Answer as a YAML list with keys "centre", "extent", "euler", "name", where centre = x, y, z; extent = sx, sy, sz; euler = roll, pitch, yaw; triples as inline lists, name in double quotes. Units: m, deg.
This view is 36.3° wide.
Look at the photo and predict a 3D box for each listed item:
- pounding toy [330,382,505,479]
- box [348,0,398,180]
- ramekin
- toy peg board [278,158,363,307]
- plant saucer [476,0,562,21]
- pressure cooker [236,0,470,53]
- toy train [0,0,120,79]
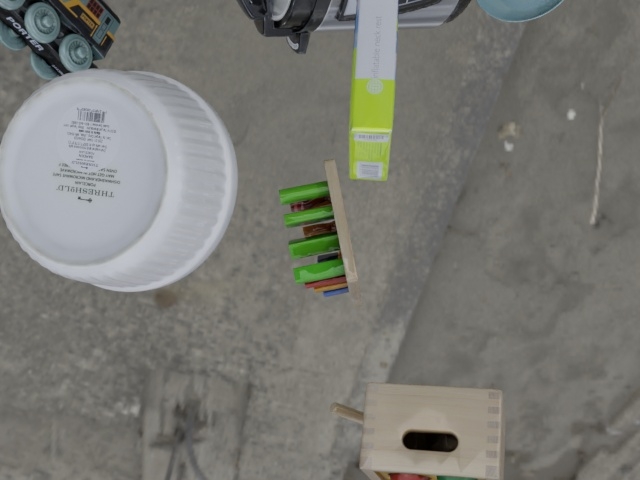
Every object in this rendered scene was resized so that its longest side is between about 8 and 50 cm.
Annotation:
- centre: [0.093, 0.213, 0.985]
  extent: [0.181, 0.094, 0.206]
  euler: [1, 158, 13]
  name: "pounding toy"
- centre: [0.050, -0.159, 0.925]
  extent: [0.042, 0.178, 0.109]
  euler: [3, 160, 3]
  name: "box"
- centre: [-0.188, -0.056, 0.873]
  extent: [0.207, 0.207, 0.109]
  euler: [-5, 177, 16]
  name: "ramekin"
- centre: [0.000, 0.000, 1.276]
  extent: [0.079, 0.161, 0.160]
  euler: [-11, 164, 1]
  name: "toy peg board"
- centre: [0.368, -0.470, 1.739]
  extent: [0.195, 0.195, 0.037]
  euler: [-13, 159, 24]
  name: "plant saucer"
- centre: [0.035, -0.536, 1.685]
  extent: [0.420, 0.370, 0.375]
  euler: [-5, 169, -18]
  name: "pressure cooker"
- centre: [-0.538, -0.454, 1.891]
  extent: [0.142, 0.190, 0.334]
  euler: [-3, 143, 40]
  name: "toy train"
